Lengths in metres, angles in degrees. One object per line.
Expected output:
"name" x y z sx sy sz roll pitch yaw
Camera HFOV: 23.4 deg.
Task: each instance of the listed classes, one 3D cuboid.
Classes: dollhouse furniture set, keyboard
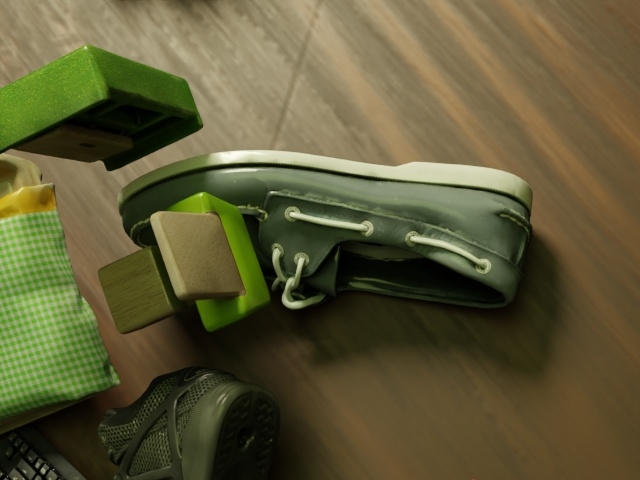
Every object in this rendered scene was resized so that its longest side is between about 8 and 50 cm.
"dollhouse furniture set" -0.218 0.020 1.107 0.301 0.151 0.197 -24 80 21
"keyboard" -0.211 0.213 1.131 0.108 0.023 0.180 -52 43 -5

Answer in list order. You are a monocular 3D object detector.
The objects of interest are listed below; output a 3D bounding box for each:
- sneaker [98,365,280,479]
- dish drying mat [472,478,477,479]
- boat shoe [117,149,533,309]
"sneaker" -0.111 0.198 1.135 0.130 0.087 0.227 20 99 49
"dish drying mat" 0.143 0.204 1.125 0.083 0.008 0.032 22 76 16
"boat shoe" 0.000 0.000 1.166 0.319 0.116 0.099 1 67 5
